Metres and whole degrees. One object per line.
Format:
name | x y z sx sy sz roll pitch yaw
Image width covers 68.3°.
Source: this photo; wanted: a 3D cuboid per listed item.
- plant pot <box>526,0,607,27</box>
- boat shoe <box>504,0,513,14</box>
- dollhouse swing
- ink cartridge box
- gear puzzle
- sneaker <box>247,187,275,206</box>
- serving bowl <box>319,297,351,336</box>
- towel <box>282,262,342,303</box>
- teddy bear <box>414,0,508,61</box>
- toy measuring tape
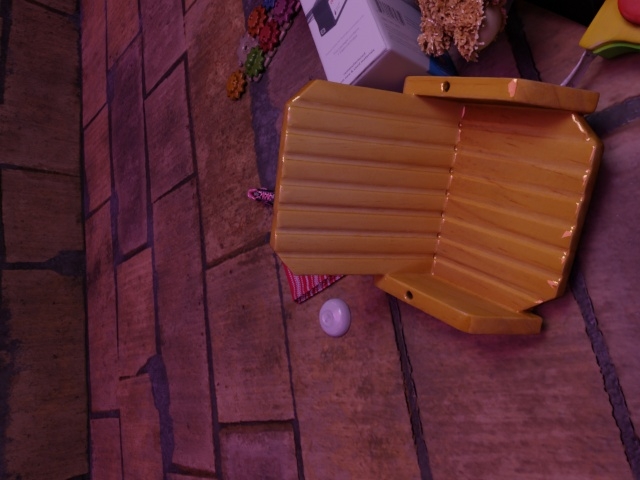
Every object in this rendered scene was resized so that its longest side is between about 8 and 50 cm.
plant pot | 0.337 -0.416 0.611 0.187 0.167 0.188 39 115 23
boat shoe | 0.278 -0.443 0.776 0.076 0.080 0.228 -120 43 -61
dollhouse swing | 0.142 -0.058 0.666 0.315 0.305 0.346 26 113 50
ink cartridge box | 0.097 -0.379 0.842 0.129 0.223 0.307 -35 62 40
gear puzzle | -0.183 -0.534 1.271 0.338 0.044 0.175 -52 53 29
sneaker | -0.137 -0.109 1.176 0.119 0.057 0.047 13 93 44
serving bowl | 0.025 0.165 1.004 0.083 0.027 0.083 -5 83 46
towel | 0.000 0.000 1.045 0.275 0.031 0.198 -37 60 37
teddy bear | 0.178 -0.397 0.687 0.113 0.245 0.337 -12 60 4
toy measuring tape | 0.401 -0.241 0.610 0.121 0.122 0.329 50 130 36
